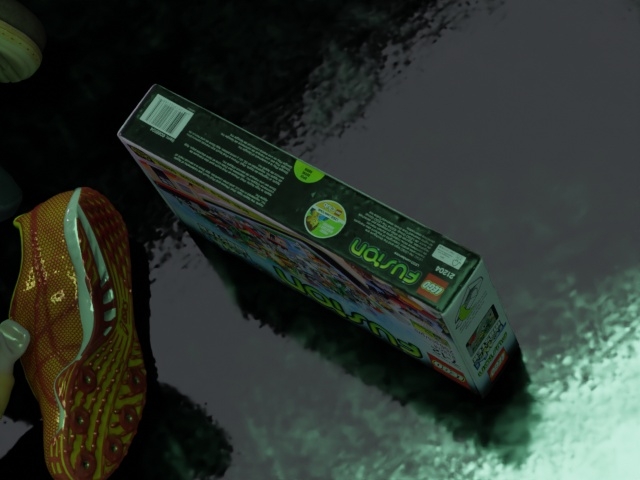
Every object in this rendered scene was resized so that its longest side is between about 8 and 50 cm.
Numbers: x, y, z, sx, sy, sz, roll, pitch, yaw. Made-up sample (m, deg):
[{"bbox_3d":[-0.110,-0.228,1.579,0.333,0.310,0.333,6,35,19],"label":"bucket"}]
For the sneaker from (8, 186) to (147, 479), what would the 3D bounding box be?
[{"bbox_3d":[-0.136,0.057,1.021,0.067,0.064,0.175,-24,54,29],"label":"sneaker"}]

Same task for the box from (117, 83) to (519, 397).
[{"bbox_3d":[0.000,0.000,0.970,0.207,0.114,0.036,29,75,26],"label":"box"}]

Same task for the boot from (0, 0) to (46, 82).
[{"bbox_3d":[-0.220,-0.224,1.158,0.248,0.090,0.207,31,72,22],"label":"boot"}]

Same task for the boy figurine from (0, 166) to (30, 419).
[{"bbox_3d":[-0.223,0.083,0.946,0.092,0.285,0.177,38,36,29],"label":"boy figurine"}]
